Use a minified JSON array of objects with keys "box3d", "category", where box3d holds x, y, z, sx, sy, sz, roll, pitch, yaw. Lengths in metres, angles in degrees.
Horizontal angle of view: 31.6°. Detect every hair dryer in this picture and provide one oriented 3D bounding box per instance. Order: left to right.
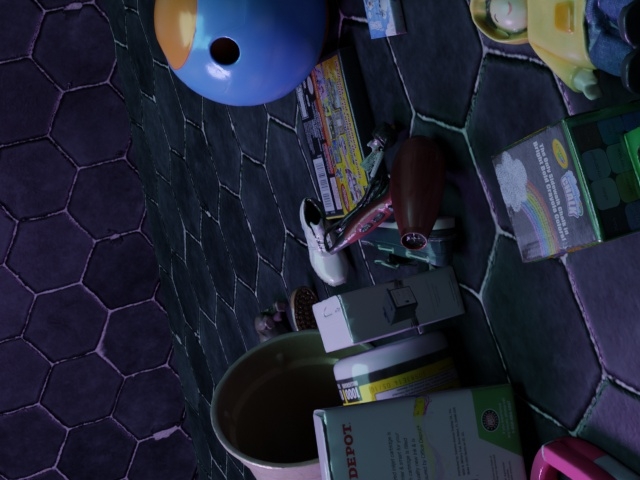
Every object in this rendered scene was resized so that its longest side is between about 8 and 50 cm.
[{"box3d":[0.108,-0.050,1.652,0.223,0.080,0.293,-66,18,7],"category":"hair dryer"}]

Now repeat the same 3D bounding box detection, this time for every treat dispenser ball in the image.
[{"box3d":[-0.128,-0.366,1.855,0.288,0.288,0.288,164,90,-71],"category":"treat dispenser ball"}]

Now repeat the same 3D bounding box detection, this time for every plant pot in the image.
[{"box3d":[-0.006,0.389,2.127,0.334,0.334,0.305,51,162,49],"category":"plant pot"}]

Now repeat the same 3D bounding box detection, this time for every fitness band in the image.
[{"box3d":[0.356,0.372,1.449,0.291,0.054,0.209,-148,45,-64],"category":"fitness band"}]

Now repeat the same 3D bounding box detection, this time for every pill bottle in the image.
[{"box3d":[0.153,0.322,1.761,0.188,0.188,0.334,149,105,-70],"category":"pill bottle"}]

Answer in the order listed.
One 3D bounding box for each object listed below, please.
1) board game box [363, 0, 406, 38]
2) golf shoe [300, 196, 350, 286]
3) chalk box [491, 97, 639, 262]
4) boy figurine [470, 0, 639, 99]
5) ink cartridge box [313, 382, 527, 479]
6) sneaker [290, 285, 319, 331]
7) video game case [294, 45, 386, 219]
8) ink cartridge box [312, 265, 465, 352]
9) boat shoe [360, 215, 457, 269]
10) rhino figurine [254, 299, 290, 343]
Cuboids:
[{"box3d":[0.092,-0.347,1.671,0.090,0.020,0.090,-167,62,-68],"category":"board game box"},{"box3d":[0.000,0.000,2.082,0.086,0.069,0.176,61,-175,-72],"category":"golf shoe"},{"box3d":[0.295,-0.065,1.167,0.213,0.132,0.132,155,99,-69],"category":"chalk box"},{"box3d":[0.262,-0.242,1.184,0.285,0.092,0.177,37,142,55],"category":"boy figurine"},{"box3d":[0.140,0.321,1.604,0.117,0.278,0.201,143,120,-79],"category":"ink cartridge box"},{"box3d":[-0.030,0.190,2.346,0.086,0.064,0.192,-10,99,66],"category":"sneaker"},{"box3d":[0.033,-0.176,1.943,0.248,0.035,0.275,175,81,-71],"category":"video game case"},{"box3d":[0.102,0.105,1.730,0.139,0.190,0.082,149,105,-70],"category":"ink cartridge box"},{"box3d":[0.130,0.004,1.735,0.254,0.095,0.079,-1,92,61],"category":"boat shoe"},{"box3d":[-0.085,0.261,2.544,0.106,0.073,0.243,-27,80,66],"category":"rhino figurine"}]
